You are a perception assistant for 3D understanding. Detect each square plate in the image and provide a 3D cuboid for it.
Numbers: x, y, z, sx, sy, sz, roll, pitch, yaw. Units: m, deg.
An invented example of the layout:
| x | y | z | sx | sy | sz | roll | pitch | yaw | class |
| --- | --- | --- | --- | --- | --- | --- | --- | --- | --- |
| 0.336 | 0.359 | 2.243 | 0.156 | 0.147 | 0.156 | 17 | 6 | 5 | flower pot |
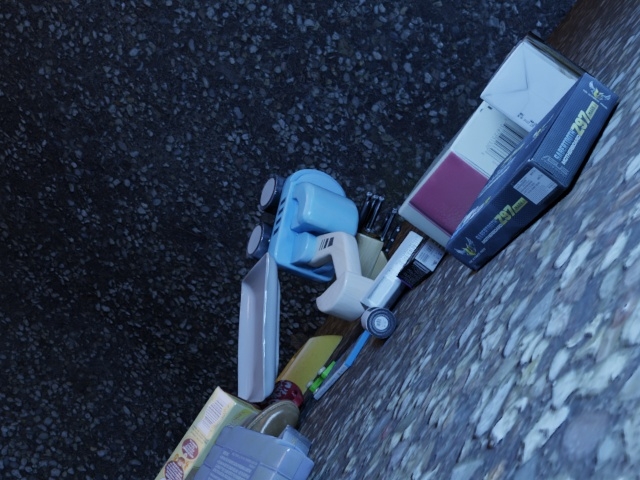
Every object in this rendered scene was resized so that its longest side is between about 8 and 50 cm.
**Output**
| x | y | z | sx | sy | sz | roll | pitch | yaw | class |
| --- | --- | --- | --- | --- | --- | --- | --- | --- | --- |
| -0.153 | 0.234 | 1.904 | 0.347 | 0.049 | 0.344 | 136 | 136 | -69 | square plate |

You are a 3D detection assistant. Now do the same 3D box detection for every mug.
| x | y | z | sx | sy | sz | roll | pitch | yaw | class |
| --- | --- | --- | --- | --- | --- | --- | --- | --- | --- |
| -0.098 | 0.427 | 1.915 | 0.150 | 0.113 | 0.169 | -5 | 14 | 21 | mug |

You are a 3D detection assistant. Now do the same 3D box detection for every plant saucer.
| x | y | z | sx | sy | sz | roll | pitch | yaw | class |
| --- | --- | --- | --- | --- | --- | --- | --- | --- | --- |
| -0.090 | 0.433 | 2.319 | 0.333 | 0.081 | 0.333 | -52 | -1 | -27 | plant saucer |

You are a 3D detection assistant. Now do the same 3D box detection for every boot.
| x | y | z | sx | sy | sz | roll | pitch | yaw | class |
| --- | --- | --- | --- | --- | --- | --- | --- | --- | --- |
| -0.136 | 0.478 | 1.635 | 0.305 | 0.112 | 0.115 | -49 | 27 | -15 | boot |

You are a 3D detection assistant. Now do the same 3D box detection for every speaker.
| x | y | z | sx | sy | sz | roll | pitch | yaw | class |
| --- | --- | --- | --- | --- | --- | --- | --- | --- | --- |
| 0.108 | 0.153 | 1.440 | 0.055 | 0.055 | 0.136 | -53 | -2 | -3 | speaker |

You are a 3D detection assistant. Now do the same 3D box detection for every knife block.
| x | y | z | sx | sy | sz | roll | pitch | yaw | class |
| --- | --- | --- | --- | --- | --- | --- | --- | --- | --- |
| 0.096 | 0.016 | 2.050 | 0.275 | 0.242 | 0.088 | -23 | 4 | 10 | knife block |

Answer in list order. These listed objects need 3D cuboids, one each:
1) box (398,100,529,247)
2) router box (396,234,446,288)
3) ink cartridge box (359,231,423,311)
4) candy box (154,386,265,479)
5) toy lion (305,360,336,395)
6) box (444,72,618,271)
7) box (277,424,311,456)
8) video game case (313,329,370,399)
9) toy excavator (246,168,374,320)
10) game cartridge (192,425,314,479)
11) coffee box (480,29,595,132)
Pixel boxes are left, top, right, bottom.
| x | y | z | sx | sy | sz | roll | pitch | yaw | class |
| --- | --- | --- | --- | --- | --- | --- | --- | --- | --- |
| 0.252 | -0.107 | 1.288 | 0.148 | 0.127 | 0.232 | -53 | -2 | -28 | box |
| 0.229 | 0.000 | 1.512 | 0.179 | 0.046 | 0.133 | -52 | -2 | -20 | router box |
| 0.174 | 0.097 | 1.687 | 0.189 | 0.066 | 0.232 | -53 | -22 | -8 | ink cartridge box |
| -0.238 | 0.502 | 1.706 | 0.087 | 0.183 | 0.316 | 30 | 83 | 48 | candy box |
| 0.012 | 0.321 | 1.840 | 0.096 | 0.034 | 0.100 | -40 | -11 | -49 | toy lion |
| 0.267 | -0.083 | 0.992 | 0.183 | 0.059 | 0.233 | -51 | -3 | -32 | box |
| -0.112 | 0.436 | 1.275 | 0.231 | 0.056 | 0.183 | -53 | -1 | 8 | box |
| 0.049 | 0.275 | 1.703 | 0.119 | 0.015 | 0.166 | -51 | -3 | -46 | video game case |
| 0.000 | 0.000 | 1.901 | 0.445 | 0.222 | 0.433 | -25 | 49 | 58 | toy excavator |
| -0.132 | 0.389 | 1.121 | 0.230 | 0.068 | 0.355 | -55 | 12 | -19 | game cartridge |
| 0.333 | -0.231 | 1.154 | 0.098 | 0.141 | 0.246 | -54 | -1 | 24 | coffee box |
